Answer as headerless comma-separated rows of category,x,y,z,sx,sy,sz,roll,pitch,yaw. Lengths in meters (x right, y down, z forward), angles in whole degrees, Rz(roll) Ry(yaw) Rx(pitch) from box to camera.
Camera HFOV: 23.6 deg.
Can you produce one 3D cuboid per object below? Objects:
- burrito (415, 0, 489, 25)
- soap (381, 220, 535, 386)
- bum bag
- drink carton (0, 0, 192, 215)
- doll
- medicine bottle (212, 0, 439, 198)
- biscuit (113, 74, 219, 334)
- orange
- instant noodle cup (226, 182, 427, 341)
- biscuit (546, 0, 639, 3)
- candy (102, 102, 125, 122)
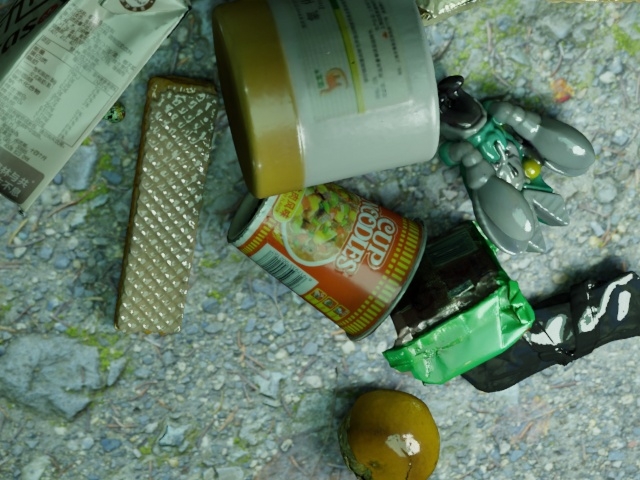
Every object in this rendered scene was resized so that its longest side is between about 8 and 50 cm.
burrito,0.194,-0.316,1.930,0.186,0.041,0.045,-21,77,1
soap,0.171,0.071,2.001,0.218,0.273,0.098,-31,108,4
bum bag,0.338,0.128,2.171,0.310,0.074,0.137,-22,129,1
drink carton,-0.306,-0.217,1.794,0.132,0.194,0.324,35,106,-26
doll,0.236,-0.085,1.990,0.258,0.153,0.195,23,83,-26
medicine bottle,0.004,-0.188,1.843,0.232,0.238,0.237,-13,119,-7
biscuit,-0.204,-0.035,1.988,0.094,0.054,0.378,6,116,-13
orange,0.099,0.283,2.179,0.157,0.134,0.156,17,123,28
instant noodle cup,0.000,0.000,1.988,0.212,0.193,0.193,31,108,-14
biscuit,0.362,-0.417,1.913,0.160,0.030,0.249,-3,117,-10
candy,-0.286,-0.154,1.932,0.083,0.025,0.023,-12,76,4
